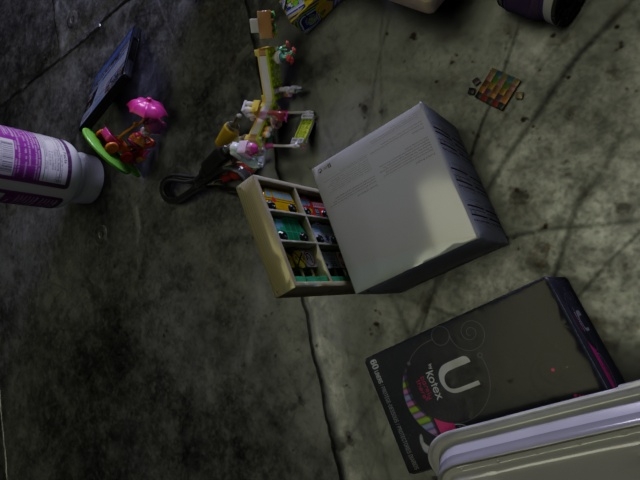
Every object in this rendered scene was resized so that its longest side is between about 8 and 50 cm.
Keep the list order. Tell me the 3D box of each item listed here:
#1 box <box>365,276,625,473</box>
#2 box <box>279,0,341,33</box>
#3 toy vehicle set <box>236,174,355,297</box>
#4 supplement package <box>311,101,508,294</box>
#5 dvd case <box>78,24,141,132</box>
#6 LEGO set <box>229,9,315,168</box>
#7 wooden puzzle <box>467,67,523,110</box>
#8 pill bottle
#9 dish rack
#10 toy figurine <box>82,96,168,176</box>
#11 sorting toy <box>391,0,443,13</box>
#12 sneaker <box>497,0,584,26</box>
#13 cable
[{"bbox_3d":[0.224,0.176,0.710,0.270,0.143,0.165,-32,70,27],"label":"box"},{"bbox_3d":[0.010,-0.455,0.957,0.169,0.054,0.059,-36,67,27],"label":"box"},{"bbox_3d":[0.000,0.000,0.799,0.035,0.267,0.165,-31,71,28],"label":"toy vehicle set"},{"bbox_3d":[0.130,-0.050,0.787,0.194,0.149,0.203,-28,71,29],"label":"supplement package"},{"bbox_3d":[-0.477,-0.372,1.227,0.180,0.022,0.252,-39,39,24],"label":"dvd case"},{"bbox_3d":[-0.071,-0.263,0.961,0.107,0.132,0.286,6,83,25],"label":"LEGO set"},{"bbox_3d":[0.263,-0.225,0.799,0.083,0.006,0.049,39,107,30],"label":"wooden puzzle"},{"bbox_3d":[-0.666,-0.163,1.232,0.169,0.302,0.169,-3,84,33],"label":"pill bottle"},{"bbox_3d":[0.314,0.307,0.594,0.333,0.072,0.285,-26,107,27],"label":"dish rack"},{"bbox_3d":[-0.396,-0.235,1.173,0.159,0.173,0.130,-41,64,2],"label":"toy figurine"},{"bbox_3d":[0.133,-0.501,0.807,0.257,0.089,0.255,36,85,31],"label":"sorting toy"},{"bbox_3d":[0.332,-0.443,0.717,0.124,0.107,0.283,36,106,37],"label":"sneaker"},{"bbox_3d":[-0.218,-0.129,1.100,0.287,0.072,0.139,-30,87,41],"label":"cable"}]
